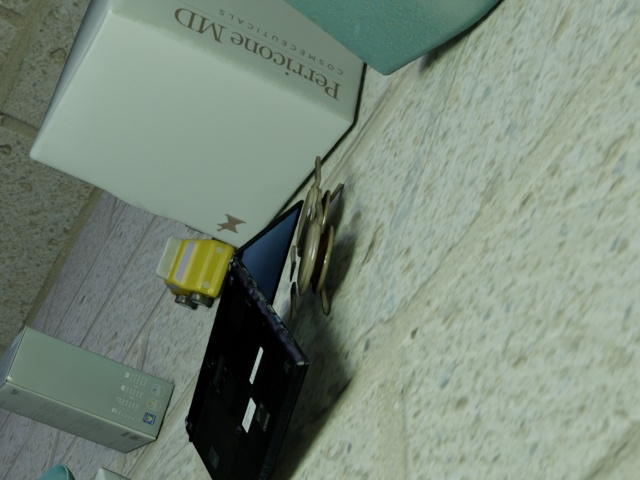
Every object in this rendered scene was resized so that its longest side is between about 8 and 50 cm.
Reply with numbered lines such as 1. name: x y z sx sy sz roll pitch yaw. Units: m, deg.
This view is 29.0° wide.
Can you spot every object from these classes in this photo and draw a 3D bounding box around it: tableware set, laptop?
1. tableware set: 0.000 0.000 1.351 0.194 0.039 0.128 -93 18 -67
2. laptop: -0.048 0.127 1.289 0.264 0.136 0.234 52 135 44

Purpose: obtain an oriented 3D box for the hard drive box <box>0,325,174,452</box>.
1. hard drive box: -0.358 0.226 1.824 0.181 0.232 0.089 -34 36 61

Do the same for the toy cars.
1. toy cars: -0.198 -0.020 1.917 0.176 0.087 0.394 -57 18 28

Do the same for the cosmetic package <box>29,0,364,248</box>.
1. cosmetic package: -0.143 -0.270 1.659 0.327 0.329 0.394 -47 26 48

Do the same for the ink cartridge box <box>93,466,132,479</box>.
1. ink cartridge box: -0.226 0.430 1.300 0.272 0.130 0.309 -63 16 4

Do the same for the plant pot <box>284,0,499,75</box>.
1. plant pot: 0.094 -0.353 1.208 0.252 0.247 0.248 -14 52 49

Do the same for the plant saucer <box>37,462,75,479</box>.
1. plant saucer: -0.345 0.401 1.372 0.318 0.043 0.318 -52 17 23
